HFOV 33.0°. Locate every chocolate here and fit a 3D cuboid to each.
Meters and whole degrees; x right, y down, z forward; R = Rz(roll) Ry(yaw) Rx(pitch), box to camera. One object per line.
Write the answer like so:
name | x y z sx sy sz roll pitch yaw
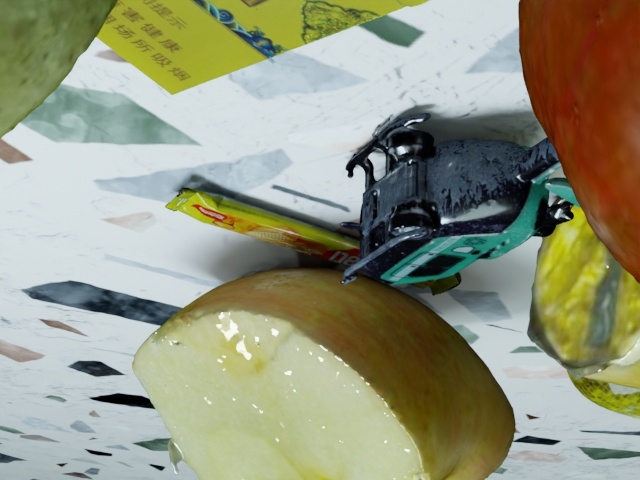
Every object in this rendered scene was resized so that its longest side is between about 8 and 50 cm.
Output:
chocolate | 0.390 0.069 0.917 0.445 0.162 0.162 15 156 -27

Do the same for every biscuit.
biscuit | 0.000 0.000 0.989 0.292 0.026 0.048 17 149 -24

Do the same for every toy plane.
toy plane | 0.126 -0.037 0.784 0.155 0.106 0.381 9 157 -22

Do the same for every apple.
apple | 0.010 0.146 1.037 0.309 0.252 0.314 -17 155 39

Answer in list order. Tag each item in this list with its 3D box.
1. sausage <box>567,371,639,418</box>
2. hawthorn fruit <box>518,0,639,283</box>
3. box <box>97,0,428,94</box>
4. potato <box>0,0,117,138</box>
sausage | 0.379 0.127 1.049 0.347 0.123 0.123 15 156 -17
hawthorn fruit | 0.219 -0.091 0.409 0.295 0.295 0.311 -3 152 22
box | -0.047 -0.160 0.559 0.279 0.041 0.153 -9 144 46
potato | -0.306 -0.134 0.495 0.330 0.213 0.280 6 153 23
